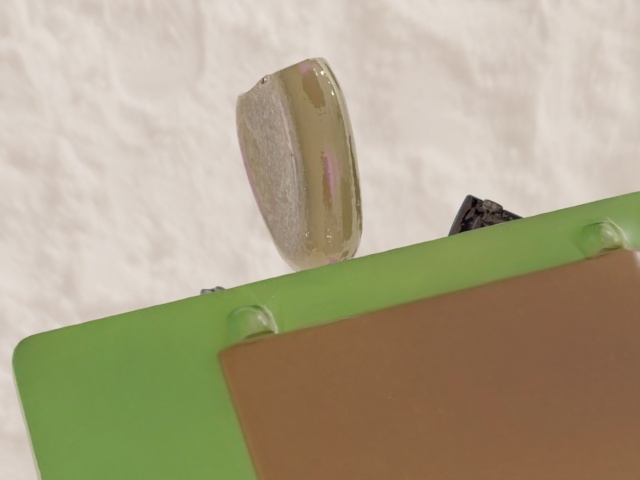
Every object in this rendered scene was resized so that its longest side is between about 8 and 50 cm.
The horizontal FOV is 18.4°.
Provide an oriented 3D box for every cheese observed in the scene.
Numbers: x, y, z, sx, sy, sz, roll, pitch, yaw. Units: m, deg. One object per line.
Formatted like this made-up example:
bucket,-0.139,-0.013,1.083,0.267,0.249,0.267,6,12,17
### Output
cheese,0.000,0.000,1.073,0.037,0.097,0.192,-11,83,-26

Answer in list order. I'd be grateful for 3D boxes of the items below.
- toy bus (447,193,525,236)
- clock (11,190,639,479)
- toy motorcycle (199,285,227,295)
toy bus,0.128,0.003,1.296,0.083,0.046,0.038,24,87,14
clock,0.024,0.104,0.595,0.220,0.255,0.106,-13,64,-15
toy motorcycle,-0.065,0.115,1.770,0.108,0.239,0.204,-50,62,7
